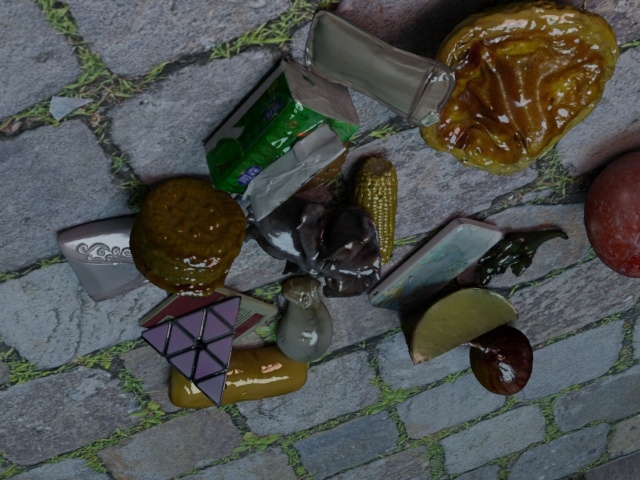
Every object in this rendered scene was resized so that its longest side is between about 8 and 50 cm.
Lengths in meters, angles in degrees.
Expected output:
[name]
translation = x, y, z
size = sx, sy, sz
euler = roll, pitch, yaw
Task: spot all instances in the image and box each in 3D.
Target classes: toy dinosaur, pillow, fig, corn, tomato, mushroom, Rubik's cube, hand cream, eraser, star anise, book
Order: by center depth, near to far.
[pillow]
translation = 0.084, -0.251, 1.633
size = 0.233, 0.038, 0.130
euler = 27, 142, 5
[eraser]
translation = -0.305, 0.025, 1.898
size = 0.243, 0.059, 0.204
euler = -16, 146, 0
[hand cream]
translation = -0.144, -0.061, 1.911
size = 0.030, 0.019, 0.093
euler = 15, 139, -44
[star anise]
translation = 0.000, 0.000, 1.935
size = 0.316, 0.139, 0.359
euler = 35, 156, -22
[corn]
translation = 0.093, -0.046, 1.990
size = 0.091, 0.091, 0.260
euler = -35, 150, -28
[Rubik's cube]
translation = -0.248, 0.171, 2.118
size = 0.178, 0.211, 0.190
euler = 14, 107, -10
[tomato]
translation = 0.634, -0.063, 2.133
size = 0.270, 0.227, 0.270
euler = -29, 163, -10
[book]
translation = -0.215, 0.147, 2.154
size = 0.162, 0.022, 0.232
euler = -36, 144, 26
[mushroom]
translation = -0.027, 0.160, 2.213
size = 0.116, 0.093, 0.225
euler = 1, 145, -7
[toy dinosaur]
translation = 0.406, 0.017, 2.312
size = 0.187, 0.087, 0.179
euler = -25, -174, 34
[fig]
translation = 0.411, 0.256, 2.539
size = 0.148, 0.149, 0.202
euler = 5, 135, 23

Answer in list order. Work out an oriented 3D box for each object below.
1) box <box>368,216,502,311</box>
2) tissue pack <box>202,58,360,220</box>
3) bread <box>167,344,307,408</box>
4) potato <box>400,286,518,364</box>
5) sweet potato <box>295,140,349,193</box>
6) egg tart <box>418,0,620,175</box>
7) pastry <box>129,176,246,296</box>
[box]
translation = 0.230, 0.053, 2.246
size = 0.142, 0.044, 0.285
euler = 10, 136, -44
[tissue pack]
translation = -0.055, -0.143, 1.715
size = 0.148, 0.156, 0.209
euler = 19, 131, -41
[bread]
translation = -0.168, 0.289, 2.324
size = 0.305, 0.091, 0.142
euler = -6, 149, -20
[potato]
translation = 0.241, 0.187, 2.362
size = 0.269, 0.112, 0.255
euler = -19, 173, -24
[sweet potato]
translation = -0.005, -0.125, 1.856
size = 0.068, 0.060, 0.206
euler = 38, 134, -13
[egg tart]
translation = 0.301, -0.263, 1.737
size = 0.352, 0.153, 0.339
euler = 7, 137, -35
[pastry]
translation = -0.214, -0.008, 1.790
size = 0.189, 0.188, 0.103
euler = -2, 144, -26
